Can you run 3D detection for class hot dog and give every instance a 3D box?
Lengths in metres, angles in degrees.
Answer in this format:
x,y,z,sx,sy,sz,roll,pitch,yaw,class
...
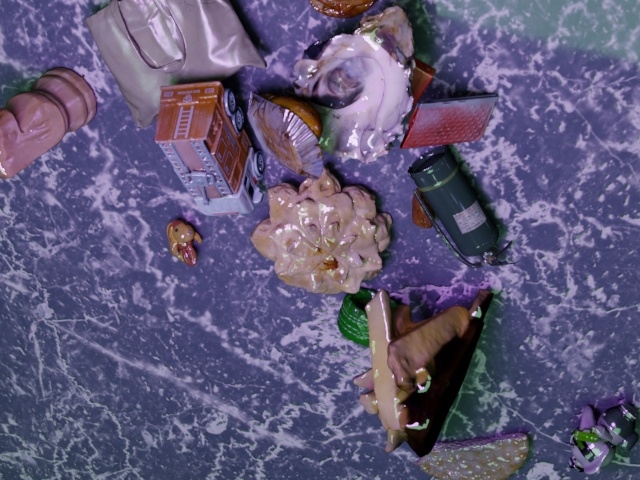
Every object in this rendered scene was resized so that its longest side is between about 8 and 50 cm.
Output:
x,y,z,sx,sy,sz,roll,pitch,yaw,class
0.033,-0.450,1.714,0.147,0.065,0.099,3,164,11,hot dog
-0.061,-0.205,1.793,0.082,0.270,0.162,-28,117,-14,hot dog

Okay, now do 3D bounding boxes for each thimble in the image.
x,y,z,sx,sy,sz,roll,pitch,yaw,class
0.106,0.167,2.041,0.130,0.118,0.090,3,120,-16,thimble

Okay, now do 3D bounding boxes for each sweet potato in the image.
x,y,z,sx,sy,sz,roll,pitch,yaw,class
0.207,-0.084,1.908,0.049,0.049,0.117,1,110,15,sweet potato

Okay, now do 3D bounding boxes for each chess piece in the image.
x,y,z,sx,sy,sz,roll,pitch,yaw,class
-0.570,-0.231,1.878,0.137,0.301,0.137,8,123,13,chess piece

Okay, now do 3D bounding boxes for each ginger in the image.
x,y,z,sx,sy,sz,roll,pitch,yaw,class
0.192,0.249,1.968,0.211,0.358,0.413,25,152,17,ginger

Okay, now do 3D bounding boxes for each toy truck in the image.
x,y,z,sx,sy,sz,roll,pitch,yaw,class
-0.212,-0.163,1.846,0.136,0.162,0.305,-2,149,15,toy truck

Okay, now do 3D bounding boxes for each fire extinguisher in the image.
x,y,z,sx,sy,sz,roll,pitch,yaw,class
0.284,-0.045,1.878,0.118,0.093,0.294,-34,110,3,fire extinguisher

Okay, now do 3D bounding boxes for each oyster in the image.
x,y,z,sx,sy,sz,roll,pitch,yaw,class
0.067,-0.279,1.733,0.238,0.115,0.351,34,131,5,oyster

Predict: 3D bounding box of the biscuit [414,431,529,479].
x,y,z,sx,sy,sz,roll,pitch,yaw,class
0.368,0.523,2.226,0.290,0.038,0.141,-15,116,25,biscuit

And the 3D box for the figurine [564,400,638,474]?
x,y,z,sx,sy,sz,roll,pitch,yaw,class
0.606,0.429,2.054,0.126,0.147,0.192,38,110,8,figurine

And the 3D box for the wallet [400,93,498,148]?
x,y,z,sx,sy,sz,roll,pitch,yaw,class
0.239,-0.219,1.749,0.020,0.196,0.103,48,135,36,wallet

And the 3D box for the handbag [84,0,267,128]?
x,y,z,sx,sy,sz,roll,pitch,yaw,class
-0.291,-0.382,1.825,0.316,0.109,0.253,-20,112,28,handbag

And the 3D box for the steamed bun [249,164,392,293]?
x,y,z,sx,sy,sz,roll,pitch,yaw,class
0.000,0.000,1.933,0.292,0.137,0.295,6,123,-2,steamed bun

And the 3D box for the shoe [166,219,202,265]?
x,y,z,sx,sy,sz,roll,pitch,yaw,class
-0.297,0.003,2.081,0.069,0.072,0.109,38,127,39,shoe

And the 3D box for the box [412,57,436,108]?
x,y,z,sx,sy,sz,roll,pitch,yaw,class
0.127,-0.316,1.788,0.152,0.048,0.100,29,126,-5,box
